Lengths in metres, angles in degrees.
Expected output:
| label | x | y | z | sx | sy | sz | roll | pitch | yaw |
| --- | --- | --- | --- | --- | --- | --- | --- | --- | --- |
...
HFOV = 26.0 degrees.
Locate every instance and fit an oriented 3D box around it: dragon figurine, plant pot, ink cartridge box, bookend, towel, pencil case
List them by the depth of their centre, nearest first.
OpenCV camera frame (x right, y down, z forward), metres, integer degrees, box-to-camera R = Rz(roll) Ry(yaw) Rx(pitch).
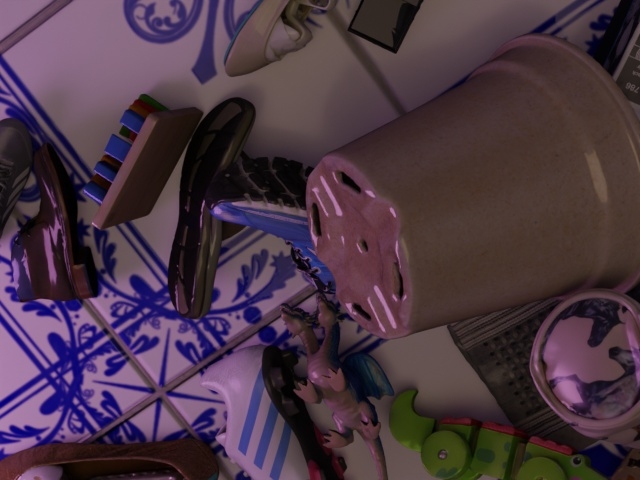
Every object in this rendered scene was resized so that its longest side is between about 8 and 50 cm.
| label | x | y | z | sx | sy | sz | roll | pitch | yaw |
| --- | --- | --- | --- | --- | --- | --- | --- | --- | --- |
| plant pot | 0.164 | -0.038 | 1.606 | 0.305 | 0.334 | 0.333 | -21 | 106 | -24 |
| pencil case | 0.417 | 0.171 | 1.663 | 0.183 | 0.160 | 0.410 | -35 | 146 | 27 |
| bookend | 0.096 | -0.301 | 1.687 | 0.072 | 0.157 | 0.156 | 25 | 105 | -5 |
| ink cartridge box | 0.366 | -0.193 | 1.703 | 0.065 | 0.165 | 0.332 | 22 | 105 | -4 |
| dragon figurine | 0.040 | 0.203 | 1.846 | 0.085 | 0.144 | 0.289 | -30 | 103 | 22 |
| towel | 0.352 | 0.112 | 1.858 | 0.324 | 0.056 | 0.312 | -30 | 106 | 8 |

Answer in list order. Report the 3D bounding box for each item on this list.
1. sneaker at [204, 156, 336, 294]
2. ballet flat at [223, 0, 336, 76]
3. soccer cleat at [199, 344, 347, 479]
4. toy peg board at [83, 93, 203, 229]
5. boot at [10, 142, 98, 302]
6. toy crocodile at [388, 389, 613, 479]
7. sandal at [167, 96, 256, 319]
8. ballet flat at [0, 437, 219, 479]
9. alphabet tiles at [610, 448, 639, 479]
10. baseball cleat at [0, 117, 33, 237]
| label | x | y | z | sx | sy | sz | roll | pitch | yaw |
| --- | --- | --- | --- | --- | --- | --- | --- | --- | --- |
| sneaker | 0.000 | 0.000 | 1.758 | 0.330 | 0.130 | 0.147 | 17 | 116 | -27 |
| ballet flat | -0.029 | -0.292 | 1.726 | 0.086 | 0.086 | 0.248 | 32 | 105 | -7 |
| soccer cleat | -0.058 | 0.296 | 1.901 | 0.143 | 0.116 | 0.331 | -15 | 103 | 23 |
| toy peg board | -0.243 | -0.110 | 1.763 | 0.079 | 0.160 | 0.161 | 32 | 105 | 9 |
| boot | -0.370 | -0.015 | 1.827 | 0.106 | 0.082 | 0.219 | -11 | 107 | 3 |
| toy crocodile | 0.247 | 0.286 | 1.840 | 0.341 | 0.115 | 0.105 | 13 | 84 | 25 |
| sandal | -0.130 | -0.043 | 1.808 | 0.086 | 0.120 | 0.302 | 4 | 111 | -26 |
| ballet flat | -0.311 | 0.342 | 1.905 | 0.342 | 0.124 | 0.116 | -4 | 106 | 4 |
| alphabet tiles | 0.496 | 0.348 | 1.918 | 0.198 | 0.009 | 0.237 | 25 | 110 | -14 |
| baseball cleat | -0.421 | -0.053 | 1.804 | 0.072 | 0.109 | 0.206 | 13 | 112 | -16 |
